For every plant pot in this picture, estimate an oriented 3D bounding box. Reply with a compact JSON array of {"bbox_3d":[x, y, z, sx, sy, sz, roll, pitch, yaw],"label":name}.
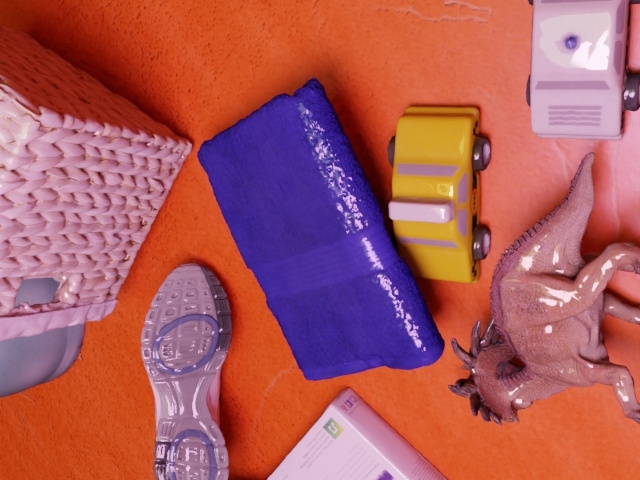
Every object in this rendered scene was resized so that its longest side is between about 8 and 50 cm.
[{"bbox_3d":[-0.509,0.106,1.144,0.293,0.196,0.293,9,111,25],"label":"plant pot"}]

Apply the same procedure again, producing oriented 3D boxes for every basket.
[{"bbox_3d":[-0.384,-0.088,0.916,0.331,0.328,0.266,34,101,16],"label":"basket"}]

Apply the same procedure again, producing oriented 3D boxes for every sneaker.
[{"bbox_3d":[-0.173,0.176,1.031,0.111,0.129,0.297,3,89,-12],"label":"sneaker"}]

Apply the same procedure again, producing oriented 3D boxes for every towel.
[{"bbox_3d":[0.000,0.000,0.878,0.228,0.076,0.308,-19,99,51],"label":"towel"}]

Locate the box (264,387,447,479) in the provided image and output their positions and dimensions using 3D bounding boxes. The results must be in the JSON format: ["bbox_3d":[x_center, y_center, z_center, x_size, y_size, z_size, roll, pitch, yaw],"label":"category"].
[{"bbox_3d":[0.081,0.366,0.992,0.322,0.058,0.232,43,121,11],"label":"box"}]

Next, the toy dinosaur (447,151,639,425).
[{"bbox_3d":[0.206,0.073,0.768,0.200,0.127,0.295,0,114,21],"label":"toy dinosaur"}]

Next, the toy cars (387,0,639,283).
[{"bbox_3d":[0.169,-0.106,0.767,0.176,0.087,0.393,44,121,9],"label":"toy cars"}]
